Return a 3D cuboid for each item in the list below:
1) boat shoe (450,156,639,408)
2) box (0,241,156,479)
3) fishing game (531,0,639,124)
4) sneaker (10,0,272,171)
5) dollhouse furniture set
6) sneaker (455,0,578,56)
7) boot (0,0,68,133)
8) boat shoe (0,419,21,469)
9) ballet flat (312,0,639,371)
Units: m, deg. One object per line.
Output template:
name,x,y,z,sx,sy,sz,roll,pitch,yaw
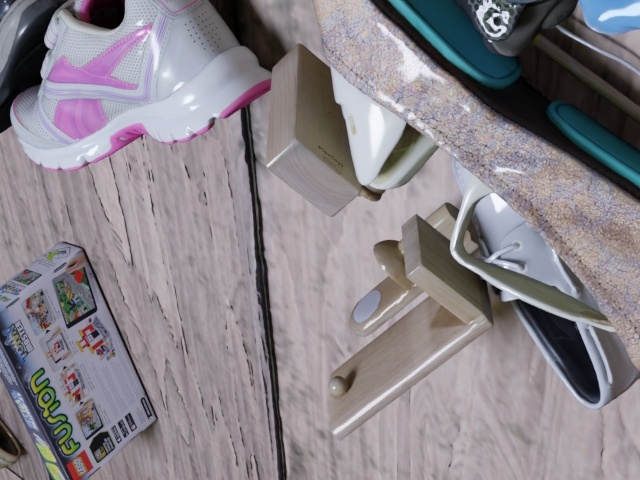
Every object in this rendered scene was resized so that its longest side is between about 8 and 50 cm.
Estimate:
boat shoe,0.123,0.015,0.783,0.066,0.063,0.184,-12,114,54
box,-0.235,0.118,1.268,0.036,0.114,0.207,15,133,42
fishing game,0.145,-0.161,0.605,0.189,0.041,0.264,41,146,10
sneaker,-0.138,-0.123,0.935,0.252,0.103,0.111,-9,112,46
dollhouse furniture set,0.000,0.000,0.815,0.151,0.144,0.123,38,117,-23
sneaker,0.114,-0.148,0.550,0.227,0.087,0.130,2,118,51
boot,-0.289,-0.180,1.062,0.179,0.085,0.236,51,141,2
boat shoe,-0.458,0.161,1.611,0.089,0.105,0.285,-22,116,17
ballet flat,0.082,-0.047,0.712,0.316,0.107,0.106,42,113,13
